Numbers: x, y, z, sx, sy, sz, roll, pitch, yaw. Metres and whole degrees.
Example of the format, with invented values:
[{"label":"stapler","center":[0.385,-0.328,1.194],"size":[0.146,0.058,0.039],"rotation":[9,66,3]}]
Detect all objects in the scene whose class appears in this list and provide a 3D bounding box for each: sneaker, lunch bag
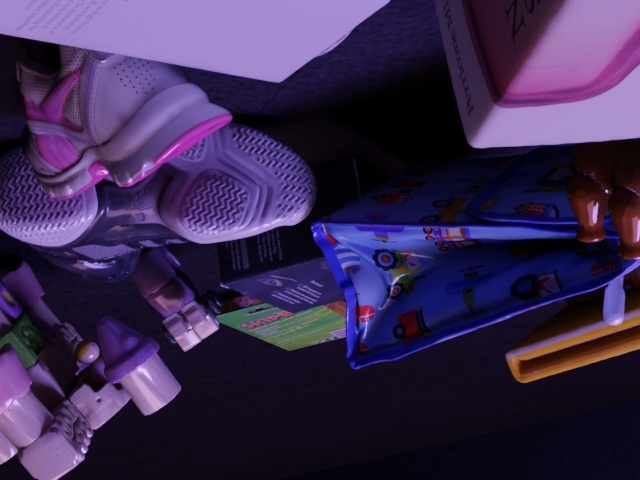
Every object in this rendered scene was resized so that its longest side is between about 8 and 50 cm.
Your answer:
[{"label":"sneaker","center":[-0.140,-0.029,1.024],"size":[0.268,0.101,0.153],"rotation":[-2,162,-4]},{"label":"sneaker","center":[-0.151,-0.101,0.804],"size":[0.103,0.111,0.252],"rotation":[-37,-165,-26]},{"label":"lunch bag","center":[0.179,-0.005,0.998],"size":[0.293,0.138,0.221],"rotation":[-11,-169,29]}]

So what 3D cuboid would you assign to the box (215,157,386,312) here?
[{"label":"box","center":[0.000,0.000,1.183],"size":[0.158,0.093,0.156],"rotation":[-15,161,21]}]

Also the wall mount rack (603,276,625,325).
[{"label":"wall mount rack","center":[0.387,-0.048,1.075],"size":[0.350,0.130,0.304],"rotation":[-24,178,39]}]

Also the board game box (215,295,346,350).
[{"label":"board game box","center":[-0.036,0.100,1.573],"size":[0.124,0.039,0.259],"rotation":[-15,164,16]}]

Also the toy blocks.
[{"label":"toy blocks","center":[-0.294,0.072,1.127],"size":[0.309,0.260,0.288],"rotation":[-35,-170,3]}]

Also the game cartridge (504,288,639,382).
[{"label":"game cartridge","center":[0.423,0.069,1.491],"size":[0.285,0.053,0.323],"rotation":[-25,179,42]}]

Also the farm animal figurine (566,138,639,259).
[{"label":"farm animal figurine","center":[0.325,-0.108,0.804],"size":[0.330,0.172,0.327],"rotation":[-4,-163,6]}]

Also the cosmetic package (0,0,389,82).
[{"label":"cosmetic package","center":[-0.087,-0.161,0.660],"size":[0.231,0.085,0.117],"rotation":[3,159,-40]}]

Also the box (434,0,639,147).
[{"label":"box","center":[0.136,-0.154,0.505],"size":[0.127,0.148,0.232],"rotation":[-6,161,-12]}]

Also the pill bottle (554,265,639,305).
[{"label":"pill bottle","center":[0.322,0.032,1.456],"size":[0.152,0.086,0.086],"rotation":[-17,161,22]}]
